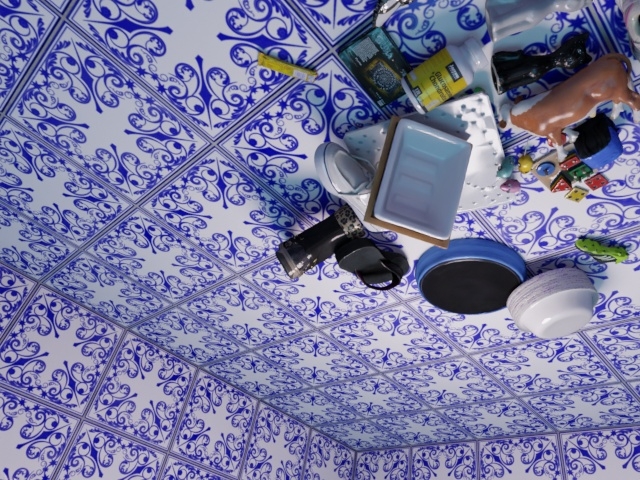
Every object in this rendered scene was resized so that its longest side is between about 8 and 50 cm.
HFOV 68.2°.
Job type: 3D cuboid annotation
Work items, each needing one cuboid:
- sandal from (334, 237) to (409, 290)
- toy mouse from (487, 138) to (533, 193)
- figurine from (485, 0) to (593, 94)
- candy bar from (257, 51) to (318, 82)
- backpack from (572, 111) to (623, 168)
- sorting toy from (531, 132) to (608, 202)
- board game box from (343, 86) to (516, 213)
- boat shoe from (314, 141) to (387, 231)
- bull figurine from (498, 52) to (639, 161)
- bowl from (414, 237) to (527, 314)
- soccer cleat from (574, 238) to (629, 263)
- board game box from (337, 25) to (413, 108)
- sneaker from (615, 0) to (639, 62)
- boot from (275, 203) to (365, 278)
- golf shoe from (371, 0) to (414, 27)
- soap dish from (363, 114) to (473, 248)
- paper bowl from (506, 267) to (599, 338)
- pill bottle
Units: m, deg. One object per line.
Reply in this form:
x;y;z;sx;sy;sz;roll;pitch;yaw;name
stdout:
0.188;0.108;1.600;0.167;0.107;0.446;-34;153;20;sandal
0.521;-0.173;1.288;0.143;0.031;0.161;-28;129;-10;toy mouse
0.476;-0.446;1.020;0.209;0.092;0.215;-13;135;16;figurine
-0.085;-0.443;1.216;0.161;0.018;0.040;16;144;-5;candy bar
0.695;-0.239;1.170;0.101;0.120;0.098;28;138;-18;backpack
0.674;-0.183;1.302;0.274;0.046;0.132;34;137;-24;sorting toy
0.318;-0.217;1.354;0.390;0.050;0.390;-12;135;26;board game box
0.137;-0.144;1.323;0.156;0.136;0.367;-1;143;42;boat shoe
0.577;-0.303;1.110;0.188;0.101;0.310;38;144;-18;bull figurine
0.538;0.146;1.712;0.391;0.077;0.391;8;141;6;bowl
0.888;0.041;1.505;0.179;0.060;0.072;13;142;-4;soccer cleat
0.148;-0.426;1.166;0.126;0.026;0.186;-23;129;34;board game box
0.680;-0.422;0.959;0.252;0.111;0.103;37;135;-27;sneaker
0.000;0.000;1.591;0.284;0.377;0.138;-32;89;3;boot
0.181;-0.525;1.000;0.094;0.077;0.198;24;141;-14;golf shoe
0.246;-0.146;1.214;0.229;0.291;0.118;18;171;-8;soap dish
0.807;0.233;1.626;0.284;0.148;0.284;-8;142;-7;paper bowl
0.289;-0.386;1.102;0.184;0.103;0.103;-31;126;22;pill bottle
